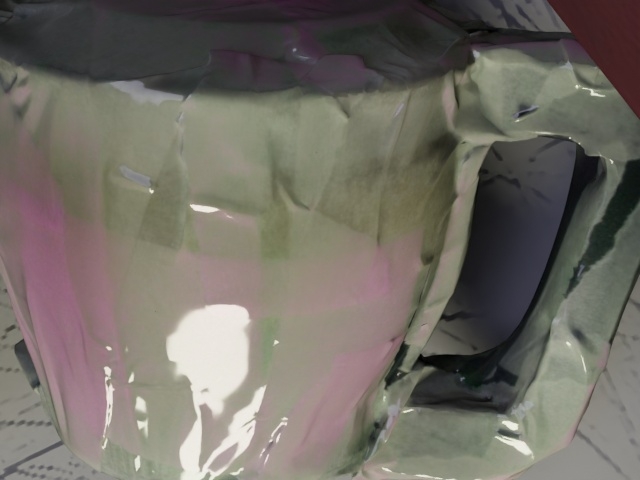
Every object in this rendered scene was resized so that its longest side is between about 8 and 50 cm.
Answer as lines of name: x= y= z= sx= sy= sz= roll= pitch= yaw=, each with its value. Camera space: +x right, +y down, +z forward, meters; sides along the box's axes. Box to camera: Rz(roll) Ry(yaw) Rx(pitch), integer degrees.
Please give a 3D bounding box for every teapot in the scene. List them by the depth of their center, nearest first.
teapot: x=-0.007 y=-0.005 z=0.565 sx=0.163 sy=0.222 sz=0.178 roll=-133 pitch=42 yaw=-59

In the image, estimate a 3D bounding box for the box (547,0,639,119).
box: x=0.164 y=-0.096 z=0.394 sx=0.294 sy=0.193 sz=0.167 roll=55 pitch=142 yaw=12
